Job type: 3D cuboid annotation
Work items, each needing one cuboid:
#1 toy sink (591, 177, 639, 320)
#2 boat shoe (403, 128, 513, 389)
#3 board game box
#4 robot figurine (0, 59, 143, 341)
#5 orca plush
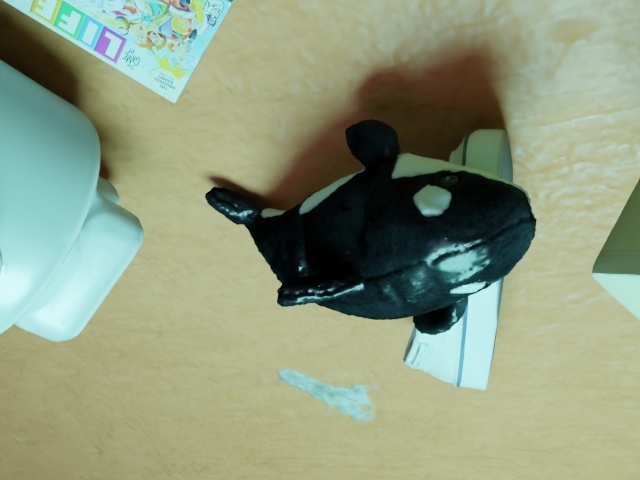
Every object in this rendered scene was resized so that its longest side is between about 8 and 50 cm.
[{"bbox_3d":[0.277,-0.033,0.443,0.153,0.234,0.131,37,165,-21],"label":"toy sink"},{"bbox_3d":[0.093,0.026,0.625,0.084,0.095,0.258,7,135,13],"label":"boat shoe"},{"bbox_3d":[-0.141,-0.169,0.554,0.154,0.026,0.103,30,138,-12],"label":"board game box"},{"bbox_3d":[-0.297,-0.055,0.573,0.353,0.199,0.300,33,-179,-36],"label":"robot figurine"},{"bbox_3d":[0.000,0.000,0.569,0.287,0.102,0.151,18,125,46],"label":"orca plush"}]
